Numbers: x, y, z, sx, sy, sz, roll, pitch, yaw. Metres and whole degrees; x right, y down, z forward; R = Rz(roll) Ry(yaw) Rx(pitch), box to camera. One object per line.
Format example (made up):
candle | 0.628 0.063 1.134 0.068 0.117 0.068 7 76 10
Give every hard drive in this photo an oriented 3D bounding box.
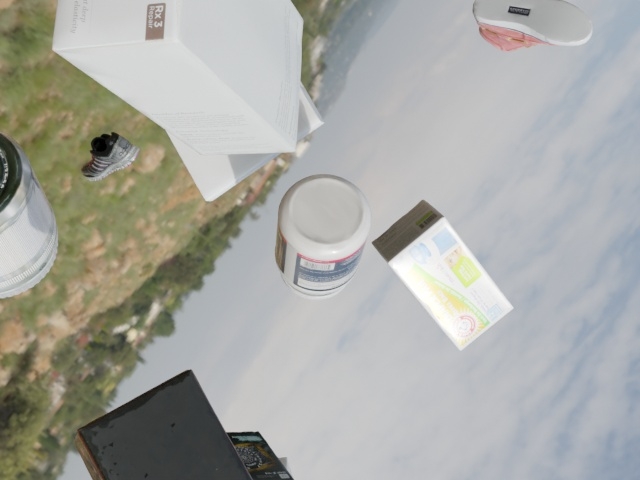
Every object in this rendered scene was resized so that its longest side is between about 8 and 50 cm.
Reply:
hard drive | -0.192 -0.286 1.953 0.353 0.233 0.047 -32 173 18

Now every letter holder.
letter holder | -0.177 0.346 1.015 0.152 0.302 0.214 -27 172 -28

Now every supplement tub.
supplement tub | 0.000 0.000 1.714 0.191 0.191 0.272 -56 170 -24

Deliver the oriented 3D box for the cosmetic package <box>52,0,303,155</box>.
cosmetic package | -0.151 -0.260 1.000 0.385 0.156 0.217 36 55 -68

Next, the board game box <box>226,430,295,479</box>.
board game box | -0.146 0.344 1.245 0.126 0.186 0.026 42 -66 48

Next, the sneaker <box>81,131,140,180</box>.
sneaker | -0.428 -0.171 1.583 0.170 0.075 0.063 -14 -142 43

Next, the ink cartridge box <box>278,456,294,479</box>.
ink cartridge box | -0.085 0.514 1.404 0.212 0.093 0.154 -90 169 -55

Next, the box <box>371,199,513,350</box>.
box | 0.192 0.055 1.269 0.114 0.203 0.103 -40 -160 3

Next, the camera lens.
camera lens | -0.572 -0.045 1.352 0.219 0.219 0.274 -56 168 -25

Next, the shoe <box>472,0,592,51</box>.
shoe | 0.315 -0.316 1.195 0.064 0.177 0.081 -68 159 -7
